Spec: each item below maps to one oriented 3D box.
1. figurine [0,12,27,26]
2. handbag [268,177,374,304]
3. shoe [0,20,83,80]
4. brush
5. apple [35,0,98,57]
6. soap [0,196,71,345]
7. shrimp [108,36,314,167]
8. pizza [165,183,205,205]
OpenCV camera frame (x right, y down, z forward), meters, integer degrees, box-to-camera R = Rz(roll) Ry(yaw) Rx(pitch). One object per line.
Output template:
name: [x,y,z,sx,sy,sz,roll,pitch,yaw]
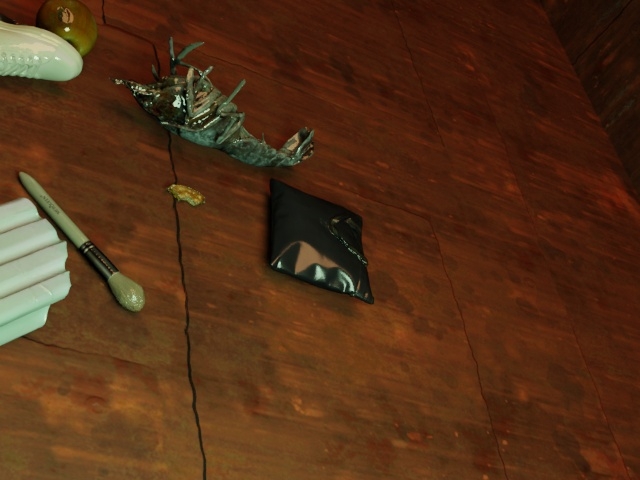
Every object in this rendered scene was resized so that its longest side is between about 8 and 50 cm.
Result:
figurine: [-0.545,-0.363,1.927,0.106,0.047,0.060,12,61,-47]
handbag: [0.000,0.000,2.002,0.211,0.089,0.254,23,34,-20]
shoe: [-0.535,-0.308,1.840,0.265,0.095,0.110,19,45,-19]
brush: [-0.373,-0.001,1.700,0.299,0.039,0.042,46,31,14]
apple: [-0.454,-0.381,1.970,0.114,0.099,0.102,63,11,-58]
soap: [-0.471,0.060,1.479,0.173,0.095,0.289,47,35,11]
shrimp: [-0.188,-0.237,2.039,0.410,0.166,0.221,35,-1,-31]
pizza: [-0.237,-0.080,1.927,0.083,0.016,0.037,18,39,-34]
